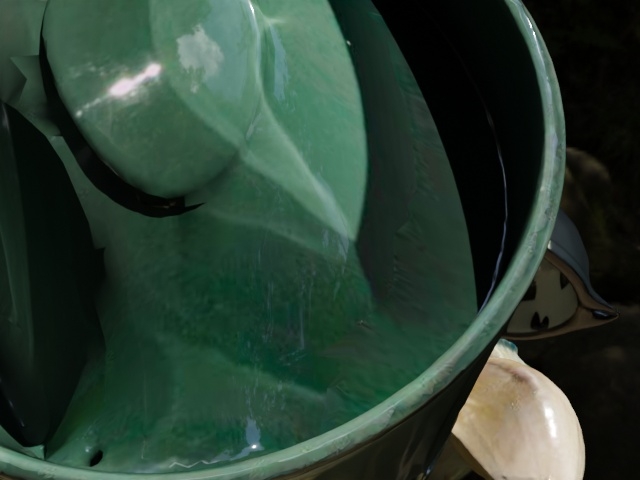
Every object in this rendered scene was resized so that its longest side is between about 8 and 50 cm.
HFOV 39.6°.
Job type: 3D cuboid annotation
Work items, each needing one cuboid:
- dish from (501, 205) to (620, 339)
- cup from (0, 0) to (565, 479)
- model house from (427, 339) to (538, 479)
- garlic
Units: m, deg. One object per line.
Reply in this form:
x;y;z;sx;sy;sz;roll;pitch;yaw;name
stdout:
0.167;-0.005;0.958;0.303;0.303;0.120;8;62;27;dish
-0.089;0.032;0.518;0.401;0.392;0.310;-4;61;3;cup
0.222;0.255;1.644;0.243;0.298;0.284;23;26;-50;model house
0.170;0.164;0.775;0.101;0.087;0.195;-36;33;-9;garlic
